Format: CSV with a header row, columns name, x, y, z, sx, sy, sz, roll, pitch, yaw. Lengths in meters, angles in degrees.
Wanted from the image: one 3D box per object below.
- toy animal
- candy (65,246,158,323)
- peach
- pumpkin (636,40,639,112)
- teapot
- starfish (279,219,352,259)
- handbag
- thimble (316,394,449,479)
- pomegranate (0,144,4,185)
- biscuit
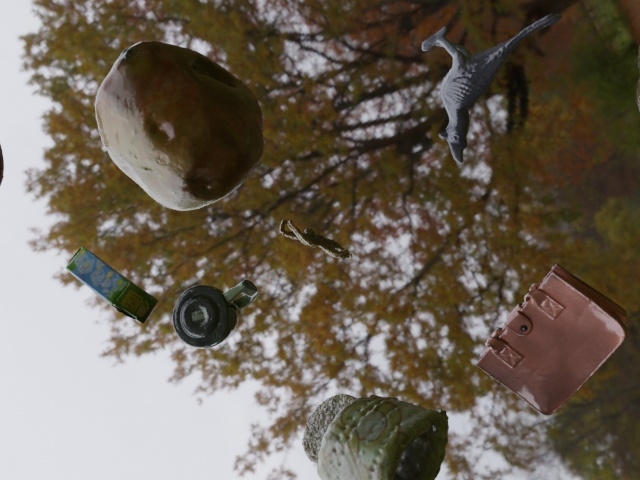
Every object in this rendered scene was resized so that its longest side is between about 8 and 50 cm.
name,x,y,z,sx,sy,sz,roll,pitch,yaw
toy animal,0.296,-0.351,1.689,0.206,0.367,0.081,37,-143,8
candy,-0.426,0.090,1.715,0.194,0.062,0.097,28,170,39
peach,-0.194,-0.161,1.148,0.235,0.214,0.214,47,-154,-33
pumpkin,0.569,-0.310,1.350,0.149,0.254,0.130,54,176,18
teapot,-0.188,0.122,1.514,0.111,0.149,0.108,26,-179,18
starfish,-0.005,0.009,2.096,0.209,0.053,0.150,23,-165,-34
handbag,0.359,0.158,1.318,0.157,0.212,0.059,36,-150,6
thimble,0.099,0.320,1.294,0.190,0.143,0.137,-54,-51,-23
pomegranate,-0.625,-0.123,1.343,0.210,0.235,0.210,-12,-90,-87
biscuit,0.028,0.357,1.588,0.020,0.152,0.152,43,-151,-36
